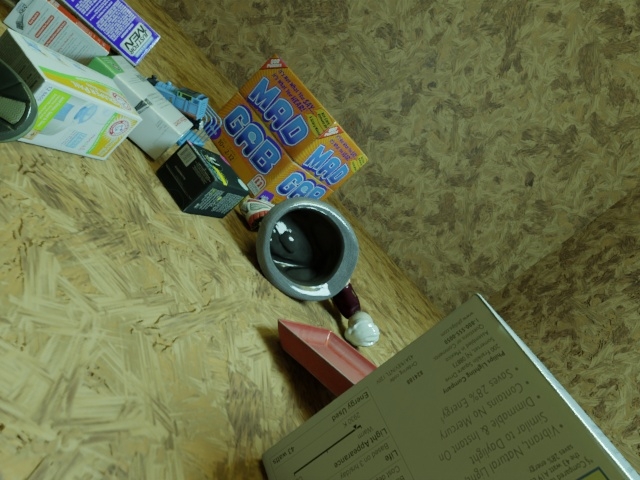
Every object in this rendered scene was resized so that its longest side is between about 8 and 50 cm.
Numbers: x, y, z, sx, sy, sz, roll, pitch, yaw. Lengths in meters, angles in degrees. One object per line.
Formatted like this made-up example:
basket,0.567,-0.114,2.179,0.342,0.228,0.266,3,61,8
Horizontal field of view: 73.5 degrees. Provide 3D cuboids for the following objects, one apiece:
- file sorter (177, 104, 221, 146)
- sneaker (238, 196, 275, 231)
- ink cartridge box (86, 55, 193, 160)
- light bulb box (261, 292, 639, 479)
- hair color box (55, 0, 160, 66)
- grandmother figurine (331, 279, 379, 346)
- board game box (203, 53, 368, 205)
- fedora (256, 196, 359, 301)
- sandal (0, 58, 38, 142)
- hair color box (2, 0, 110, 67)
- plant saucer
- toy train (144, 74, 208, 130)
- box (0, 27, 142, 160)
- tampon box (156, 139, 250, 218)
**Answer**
file sorter,-0.374,-0.348,1.223,0.118,0.104,0.170,47,13,-4
sneaker,-0.154,-0.084,1.230,0.093,0.088,0.225,50,12,12
ink cartridge box,-0.411,-0.300,0.968,0.219,0.092,0.160,44,12,-21
light bulb box,0.174,0.326,0.486,0.225,0.358,0.361,33,21,-48
hair color box,-0.564,-0.551,0.998,0.339,0.110,0.185,43,-18,-32
grandmother figurine,0.063,0.139,1.206,0.342,0.104,0.208,64,-1,26
board game box,-0.113,-0.345,1.538,0.356,0.356,0.356,53,13,21
fedora,-0.051,0.016,1.081,0.275,0.244,0.124,28,-8,-29
sandal,-0.483,-0.236,0.543,0.303,0.120,0.086,50,-16,-2
hair color box,-0.545,-0.429,0.897,0.167,0.093,0.053,39,15,-40
plant saucer,0.052,0.256,0.838,0.259,0.048,0.258,33,0,29
toy train,-0.380,-0.347,1.090,0.184,0.105,0.080,21,23,-4
box,-0.407,-0.216,0.679,0.103,0.114,0.203,51,11,9
tampon box,-0.259,-0.132,0.968,0.120,0.101,0.161,52,12,12
